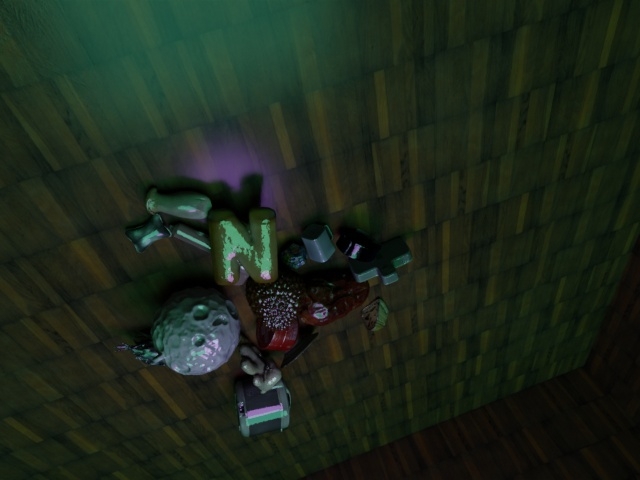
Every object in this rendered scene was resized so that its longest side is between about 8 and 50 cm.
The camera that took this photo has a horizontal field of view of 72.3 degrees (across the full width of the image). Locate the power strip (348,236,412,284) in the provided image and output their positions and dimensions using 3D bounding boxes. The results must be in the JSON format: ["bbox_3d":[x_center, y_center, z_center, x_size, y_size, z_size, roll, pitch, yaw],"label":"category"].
[{"bbox_3d":[0.264,0.103,1.860,0.264,0.194,0.059,-23,130,-1],"label":"power strip"}]

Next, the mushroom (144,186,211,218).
[{"bbox_3d":[-0.472,-0.121,1.463,0.212,0.088,0.097,0,156,-15],"label":"mushroom"}]

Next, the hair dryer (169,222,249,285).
[{"bbox_3d":[-0.374,0.008,1.597,0.352,0.125,0.210,27,114,-28],"label":"hair dryer"}]

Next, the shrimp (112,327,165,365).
[{"bbox_3d":[-0.684,0.468,1.827,0.371,0.137,0.172,17,104,-33],"label":"shrimp"}]

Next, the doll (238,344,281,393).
[{"bbox_3d":[-0.274,0.581,2.006,0.149,0.175,0.278,-2,144,31],"label":"doll"}]

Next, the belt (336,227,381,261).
[{"bbox_3d":[0.156,0.018,1.780,0.198,0.151,0.078,9,120,-38],"label":"belt"}]

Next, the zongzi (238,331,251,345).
[{"bbox_3d":[-0.431,0.461,1.973,0.187,0.084,0.184,-23,143,7],"label":"zongzi"}]

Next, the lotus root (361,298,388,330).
[{"bbox_3d":[0.267,0.376,2.165,0.135,0.095,0.160,43,65,-46],"label":"lotus root"}]

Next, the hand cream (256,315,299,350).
[{"bbox_3d":[-0.189,0.385,1.922,0.125,0.193,0.193,16,121,-30],"label":"hand cream"}]

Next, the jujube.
[{"bbox_3d":[0.058,0.245,1.902,0.341,0.216,0.217,-17,134,-26],"label":"jujube"}]

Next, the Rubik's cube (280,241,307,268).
[{"bbox_3d":[-0.105,0.059,1.748,0.111,0.093,0.111,-9,129,-12],"label":"Rubik's cube"}]

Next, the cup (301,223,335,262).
[{"bbox_3d":[0.000,0.000,1.741,0.128,0.095,0.130,-50,137,-28],"label":"cup"}]

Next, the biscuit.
[{"bbox_3d":[-0.267,0.025,1.532,0.236,0.062,0.291,-1,114,-7],"label":"biscuit"}]

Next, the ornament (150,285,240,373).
[{"bbox_3d":[-0.463,0.340,1.679,0.336,0.337,0.337,-11,131,-13],"label":"ornament"}]

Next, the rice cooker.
[{"bbox_3d":[-0.285,0.809,2.183,0.276,0.288,0.289,-9,130,-16],"label":"rice cooker"}]

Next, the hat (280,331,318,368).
[{"bbox_3d":[-0.135,0.483,2.069,0.252,0.252,0.110,-42,89,15],"label":"hat"}]

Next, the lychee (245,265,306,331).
[{"bbox_3d":[-0.175,0.230,1.739,0.271,0.271,0.272,-11,131,-13],"label":"lychee"}]

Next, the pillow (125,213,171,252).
[{"bbox_3d":[-0.594,-0.024,1.512,0.135,0.091,0.055,-28,176,0],"label":"pillow"}]
